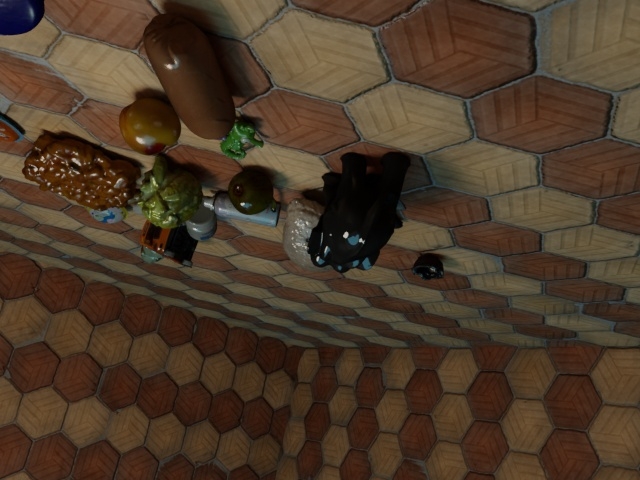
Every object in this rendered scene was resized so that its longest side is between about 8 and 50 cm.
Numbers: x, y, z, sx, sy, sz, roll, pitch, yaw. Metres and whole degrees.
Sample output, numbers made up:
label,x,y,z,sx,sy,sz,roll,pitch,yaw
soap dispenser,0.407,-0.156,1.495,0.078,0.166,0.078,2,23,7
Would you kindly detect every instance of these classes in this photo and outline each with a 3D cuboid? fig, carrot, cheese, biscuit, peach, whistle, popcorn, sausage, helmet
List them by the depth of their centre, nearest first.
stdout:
label,x,y,z,sx,sy,sz,roll,pitch,yaw
sausage,-0.246,-0.310,1.170,0.121,0.121,0.304,9,162,9
peach,-0.394,-0.263,1.390,0.138,0.138,0.138,10,161,4
cheese,-0.884,-0.327,1.629,0.106,0.037,0.256,10,162,1
fig,-0.166,-0.118,1.700,0.124,0.124,0.236,2,169,25
popcorn,-0.432,-0.141,1.724,0.198,0.198,0.212,-5,129,41
biscuit,-0.710,-0.194,1.801,0.312,0.110,0.318,23,158,-27
carrot,-0.558,-0.143,1.961,0.254,0.049,0.049,-1,158,19
helmet,0.360,0.083,2.017,0.098,0.070,0.123,-13,143,39
cheese,-0.732,-0.119,2.099,0.156,0.064,0.250,22,146,-30
whistle,-0.675,0.037,2.454,0.101,0.106,0.253,8,157,-20

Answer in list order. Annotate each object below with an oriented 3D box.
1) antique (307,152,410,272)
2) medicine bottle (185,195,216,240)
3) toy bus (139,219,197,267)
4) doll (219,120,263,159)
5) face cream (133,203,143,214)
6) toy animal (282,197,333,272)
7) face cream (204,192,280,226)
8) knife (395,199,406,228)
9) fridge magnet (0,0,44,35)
label,x,y,z,sx,sy,sz,roll,pitch,yaw
antique,0.080,-0.061,1.495,0.185,0.255,0.322,15,163,-16
medicine bottle,-0.390,-0.070,1.972,0.105,0.105,0.168,13,161,-3
toy bus,-0.533,-0.005,2.144,0.153,0.143,0.329,17,171,5
doll,-0.199,-0.241,1.453,0.115,0.050,0.190,26,159,-19
face cream,-0.558,-0.113,2.029,0.182,0.051,0.072,-3,158,39
toy animal,0.000,0.002,1.821,0.226,0.188,0.358,16,162,4
face cream,-0.240,-0.097,1.850,0.229,0.075,0.075,11,161,1
knife,0.203,-0.095,1.683,0.060,0.028,0.230,-8,152,18
fridge magnet,-0.594,-0.444,1.003,0.265,0.113,0.265,10,160,4
